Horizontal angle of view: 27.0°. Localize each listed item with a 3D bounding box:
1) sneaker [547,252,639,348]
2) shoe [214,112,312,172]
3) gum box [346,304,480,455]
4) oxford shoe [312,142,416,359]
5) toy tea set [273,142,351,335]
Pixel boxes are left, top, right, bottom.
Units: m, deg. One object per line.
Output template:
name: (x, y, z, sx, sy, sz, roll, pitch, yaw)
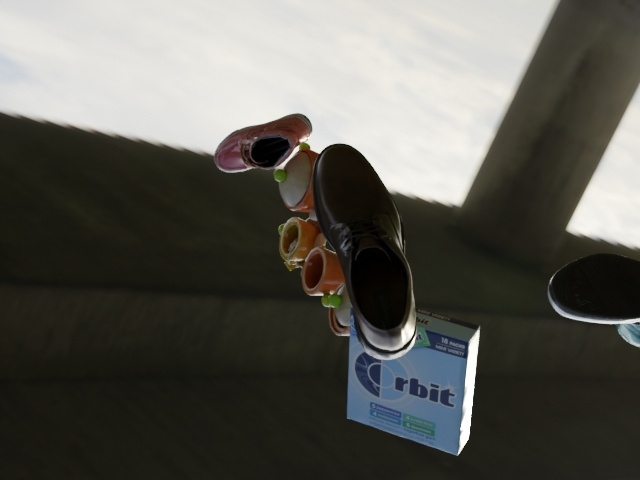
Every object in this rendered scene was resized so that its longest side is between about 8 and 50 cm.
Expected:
sneaker: (0.448, 0.091, 1.945, 0.296, 0.178, 0.123, -5, -118, -15)
shoe: (-0.099, -0.136, 1.996, 0.063, 0.178, 0.081, 63, -149, -14)
gum box: (0.112, 0.166, 1.664, 0.157, 0.184, 0.041, 17, -143, 21)
oxford shoe: (0.049, -0.002, 1.321, 0.096, 0.083, 0.227, 84, 167, -71)
toy tea set: (0.000, 0.000, 1.937, 0.124, 0.200, 0.336, 13, -159, -29)
